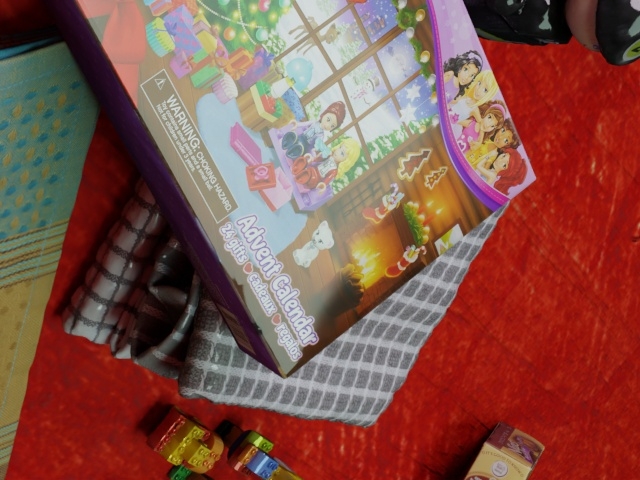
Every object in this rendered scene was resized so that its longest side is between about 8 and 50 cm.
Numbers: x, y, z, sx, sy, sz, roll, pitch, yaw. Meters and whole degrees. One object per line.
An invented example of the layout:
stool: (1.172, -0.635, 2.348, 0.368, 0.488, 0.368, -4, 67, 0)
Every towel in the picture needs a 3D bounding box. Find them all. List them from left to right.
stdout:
towel: (-0.258, 0.056, 0.996, 0.271, 0.040, 0.370, -16, 135, -44)
towel: (0.000, 0.000, 1.194, 0.284, 0.121, 0.235, 15, 108, -57)

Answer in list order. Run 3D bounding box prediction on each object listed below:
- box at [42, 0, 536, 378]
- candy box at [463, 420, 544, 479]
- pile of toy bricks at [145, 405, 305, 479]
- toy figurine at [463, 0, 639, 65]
box: (-0.014, -0.095, 1.004, 0.201, 0.057, 0.293, -38, 124, -16)
candy box: (0.133, 0.263, 1.658, 0.186, 0.053, 0.109, -63, 170, 11)
pile of toy bricks: (-0.062, 0.204, 1.335, 0.118, 0.105, 0.212, -51, 149, -1)
toy figurine: (0.148, -0.227, 1.059, 0.213, 0.148, 0.209, -49, 135, -37)
